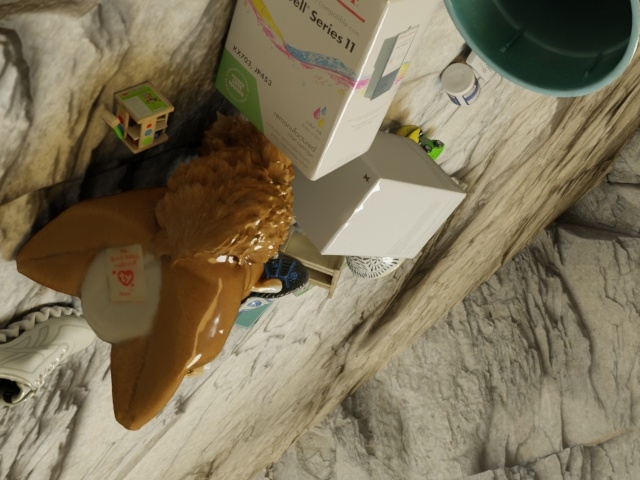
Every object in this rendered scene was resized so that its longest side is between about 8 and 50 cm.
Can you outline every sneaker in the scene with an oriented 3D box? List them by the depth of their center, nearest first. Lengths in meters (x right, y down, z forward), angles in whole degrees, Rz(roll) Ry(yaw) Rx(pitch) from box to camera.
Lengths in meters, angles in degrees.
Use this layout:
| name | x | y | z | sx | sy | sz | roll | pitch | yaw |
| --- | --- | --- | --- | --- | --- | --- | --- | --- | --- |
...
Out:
| name | x | y | z | sx | sy | sz | roll | pitch | yaw |
| --- | --- | --- | --- | --- | --- | --- | --- | --- | --- |
| sneaker | -0.424 | 0.174 | 1.193 | 0.110 | 0.118 | 0.292 | -55 | 160 | 24 |
| sneaker | -0.125 | 0.091 | 1.660 | 0.211 | 0.080 | 0.081 | -17 | 171 | -2 |

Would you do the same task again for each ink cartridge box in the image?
| name | x | y | z | sx | sy | sz | roll | pitch | yaw |
| --- | --- | --- | --- | --- | --- | --- | --- | --- | --- |
| ink cartridge box | 0.011 | -0.272 | 1.002 | 0.119 | 0.207 | 0.353 | -30 | 157 | -39 |

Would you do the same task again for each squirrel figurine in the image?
| name | x | y | z | sx | sy | sz | roll | pitch | yaw |
| --- | --- | --- | --- | --- | --- | --- | --- | --- | --- |
| squirrel figurine | -0.153 | 0.015 | 1.192 | 0.397 | 0.281 | 0.370 | -46 | 168 | 16 |

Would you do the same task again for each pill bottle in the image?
| name | x | y | z | sx | sy | sz | roll | pitch | yaw |
| --- | --- | --- | --- | --- | --- | --- | --- | --- | --- |
| pill bottle | 0.288 | -0.311 | 1.706 | 0.067 | 0.067 | 0.120 | -47 | 161 | 8 |

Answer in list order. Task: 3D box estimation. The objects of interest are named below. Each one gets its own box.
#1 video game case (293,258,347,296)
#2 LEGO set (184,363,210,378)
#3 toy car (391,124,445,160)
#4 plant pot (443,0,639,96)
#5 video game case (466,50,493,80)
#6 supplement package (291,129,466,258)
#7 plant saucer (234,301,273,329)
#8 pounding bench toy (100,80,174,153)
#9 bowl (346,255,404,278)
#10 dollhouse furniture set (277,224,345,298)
| name | x | y | z | sx | sy | sz | roll | pitch | yaw |
| --- | --- | --- | --- | --- | --- | --- | --- | --- | --- |
| video game case | 0.037 | 0.029 | 1.974 | 0.212 | 0.023 | 0.193 | -29 | 156 | -38 |
| LEGO set | -0.207 | 0.081 | 1.419 | 0.287 | 0.132 | 0.107 | -63 | 159 | -13 |
| toy car | 0.183 | -0.177 | 1.796 | 0.225 | 0.053 | 0.239 | -25 | 154 | -45 |
| plant pot | 0.418 | -0.461 | 1.308 | 0.334 | 0.341 | 0.341 | -45 | 163 | -23 |
| video game case | 0.355 | -0.405 | 1.684 | 0.157 | 0.019 | 0.143 | -58 | 159 | 10 |
| supplement package | 0.091 | -0.089 | 1.533 | 0.293 | 0.175 | 0.177 | 5 | 130 | -52 |
| plant saucer | -0.120 | 0.120 | 1.824 | 0.192 | 0.018 | 0.067 | -48 | 141 | 13 |
| pounding bench toy | -0.230 | -0.142 | 1.021 | 0.083 | 0.052 | 0.065 | -30 | 157 | -36 |
| bowl | 0.107 | -0.008 | 1.823 | 0.170 | 0.170 | 0.080 | -46 | 135 | 4 |
| dollhouse furniture set | 0.000 | 0.000 | 1.743 | 0.129 | 0.129 | 0.183 | 104 | 6 | -58 |
